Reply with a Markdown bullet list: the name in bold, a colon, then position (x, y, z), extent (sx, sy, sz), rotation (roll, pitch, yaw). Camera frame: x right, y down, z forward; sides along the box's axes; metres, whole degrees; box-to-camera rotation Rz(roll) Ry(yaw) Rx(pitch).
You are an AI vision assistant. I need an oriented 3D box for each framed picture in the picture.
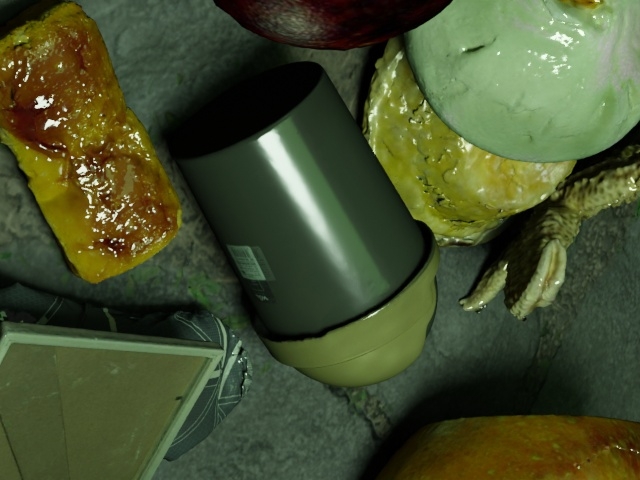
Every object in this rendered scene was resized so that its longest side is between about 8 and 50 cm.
- **framed picture**: position (-0.255, 0.211, 1.388), extent (0.240, 0.020, 0.324), rotation (8, 122, -39)

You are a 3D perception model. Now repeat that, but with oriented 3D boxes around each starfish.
- **starfish**: position (0.342, -0.058, 1.739), extent (0.432, 0.324, 0.082), rotation (-37, 95, -16)

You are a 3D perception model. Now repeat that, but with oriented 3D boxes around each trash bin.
- **trash bin**: position (0.000, 0.000, 1.514), extent (0.214, 0.214, 0.334), rotation (-40, 114, -24)

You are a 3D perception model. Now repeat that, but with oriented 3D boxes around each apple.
- **apple**: position (0.229, 0.353, 1.696), extent (0.384, 0.374, 0.374), rotation (-37, 121, -20)

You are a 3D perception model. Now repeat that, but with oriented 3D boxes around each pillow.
- **pillow**: position (-0.209, 0.133, 1.449), extent (0.335, 0.092, 0.161), rotation (13, 95, -40)

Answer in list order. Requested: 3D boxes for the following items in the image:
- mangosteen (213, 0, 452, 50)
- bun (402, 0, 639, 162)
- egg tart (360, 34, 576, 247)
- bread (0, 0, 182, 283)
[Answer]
- **mangosteen**: position (-0.001, -0.388, 1.315), extent (0.381, 0.381, 0.421), rotation (-38, 89, -25)
- **bun**: position (0.235, -0.218, 1.469), extent (0.293, 0.187, 0.293), rotation (-2, 97, -15)
- **egg tart**: position (0.198, -0.137, 1.660), extent (0.341, 0.132, 0.341), rotation (-15, 119, -28)
- **bread**: position (-0.232, -0.088, 1.391), extent (0.139, 0.077, 0.271), rotation (-36, 123, -24)
